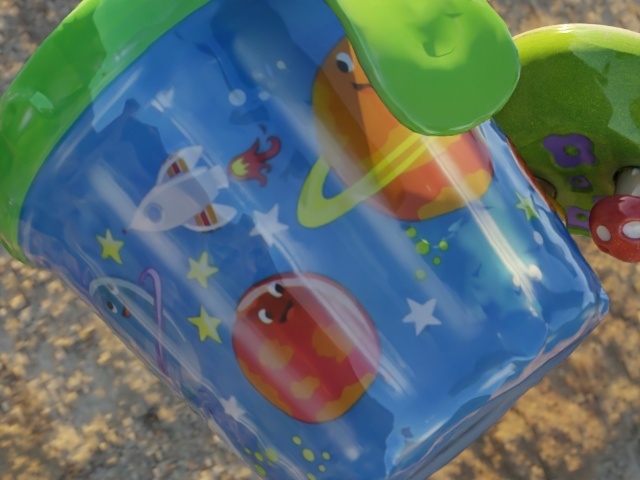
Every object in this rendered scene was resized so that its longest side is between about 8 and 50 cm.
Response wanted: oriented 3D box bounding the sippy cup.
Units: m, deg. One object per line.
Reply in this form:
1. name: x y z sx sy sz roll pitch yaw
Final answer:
1. sippy cup: 0.000 0.000 0.625 0.224 0.240 0.305 51 9 13

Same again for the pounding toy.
1. pounding toy: 0.148 -0.050 0.868 0.237 0.183 0.110 31 57 -14
